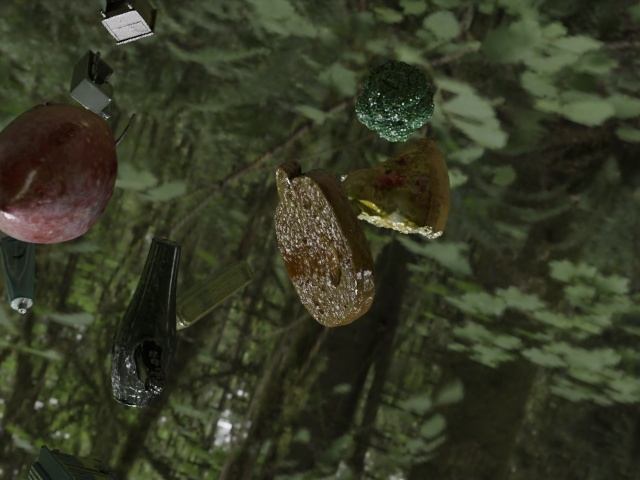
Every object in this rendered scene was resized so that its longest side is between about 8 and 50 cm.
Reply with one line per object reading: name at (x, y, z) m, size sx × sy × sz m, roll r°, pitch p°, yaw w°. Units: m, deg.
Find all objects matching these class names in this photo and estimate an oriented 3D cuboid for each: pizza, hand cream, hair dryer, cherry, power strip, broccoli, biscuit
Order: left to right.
hand cream at (-0.671, 0.068, 2.267) m, size 0.083 × 0.048 × 0.224 m, roll -16°, pitch -128°, yaw -3°
cherry at (-0.374, -0.087, 1.386) m, size 0.175 × 0.192 × 0.249 m, roll 38°, pitch -151°, yaw -6°
hair dryer at (-0.177, 0.109, 1.088) m, size 0.075 × 0.195 × 0.219 m, roll 11°, pitch -171°, yaw -16°
power strip at (-0.249, 0.121, 2.270) m, size 0.092 × 0.066 × 0.387 m, roll -19°, pitch -171°, yaw 26°
biscuit at (0.001, 0.000, 1.849) m, size 0.063 × 0.314 × 0.367 m, roll -19°, pitch 169°, yaw -19°
pizza at (0.127, -0.096, 2.090) m, size 0.288 × 0.279 × 0.075 m, roll -11°, pitch 140°, yaw 2°
broccoli at (0.171, -0.321, 2.329) m, size 0.196 × 0.195 × 0.156 m, roll 19°, pitch -173°, yaw 0°

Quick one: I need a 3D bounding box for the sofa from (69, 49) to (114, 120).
sofa at (-0.400, -0.285, 1.835) m, size 0.085 × 0.060 × 0.147 m, roll 42°, pitch -165°, yaw -27°

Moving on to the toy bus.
toy bus at (-0.524, 0.553, 2.183) m, size 0.175 × 0.138 × 0.288 m, roll 21°, pitch 175°, yaw -28°

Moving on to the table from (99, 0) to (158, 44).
table at (-0.377, -0.443, 1.973) m, size 0.083 × 0.070 × 0.082 m, roll -12°, pitch 144°, yaw 20°
